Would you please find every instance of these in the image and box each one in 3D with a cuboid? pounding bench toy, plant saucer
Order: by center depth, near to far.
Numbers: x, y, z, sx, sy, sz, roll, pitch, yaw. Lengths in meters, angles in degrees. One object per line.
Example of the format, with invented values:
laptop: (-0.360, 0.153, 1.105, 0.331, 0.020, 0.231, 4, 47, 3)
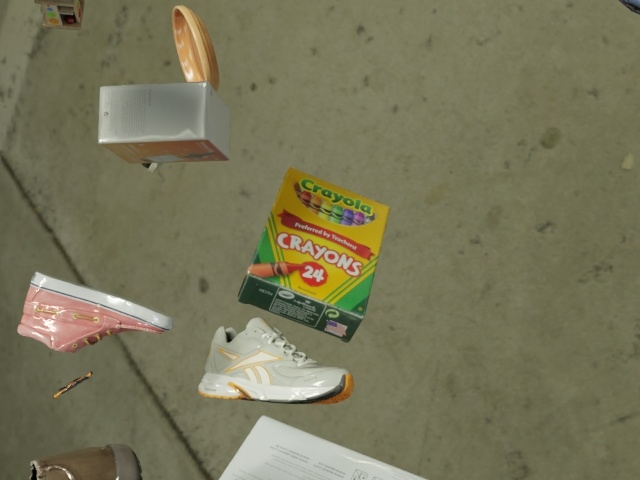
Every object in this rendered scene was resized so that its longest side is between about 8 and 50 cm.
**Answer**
pounding bench toy: (-0.356, -0.342, 1.136, 0.065, 0.052, 0.083, 106, 167, -68)
plant saucer: (-0.246, -0.371, 1.643, 0.200, 0.037, 0.200, 162, 90, -73)

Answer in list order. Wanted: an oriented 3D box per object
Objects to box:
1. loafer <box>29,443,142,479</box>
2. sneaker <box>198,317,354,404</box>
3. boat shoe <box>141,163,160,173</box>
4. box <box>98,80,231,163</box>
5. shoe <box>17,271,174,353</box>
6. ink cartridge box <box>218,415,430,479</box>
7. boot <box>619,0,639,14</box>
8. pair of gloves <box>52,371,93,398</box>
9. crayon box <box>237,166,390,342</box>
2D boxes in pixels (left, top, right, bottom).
loafer: (-0.289, 0.394, 0.862, 0.134, 0.130, 0.366, -27, 52, 56)
sneaker: (-0.068, 0.168, 1.164, 0.262, 0.099, 0.121, -3, 77, 35)
boat shoe: (-0.276, -0.194, 1.431, 0.079, 0.084, 0.233, 47, 146, -6)
box: (-0.236, -0.178, 1.265, 0.170, 0.130, 0.091, -1, 81, 9)
shoe: (-0.274, 0.102, 1.002, 0.063, 0.178, 0.081, 173, 115, -80)
ink cartridge box: (-0.014, 0.421, 1.091, 0.324, 0.330, 0.071, 17, 136, 20)
boot: (0.355, -0.327, 0.951, 0.086, 0.069, 0.190, -52, 58, 19)
pair of gloves: (-0.473, 0.274, 1.569, 0.010, 0.074, 0.083, 60, 173, -3)
crayon box: (0.000, 0.000, 1.419, 0.081, 0.202, 0.319, 115, 174, -46)
